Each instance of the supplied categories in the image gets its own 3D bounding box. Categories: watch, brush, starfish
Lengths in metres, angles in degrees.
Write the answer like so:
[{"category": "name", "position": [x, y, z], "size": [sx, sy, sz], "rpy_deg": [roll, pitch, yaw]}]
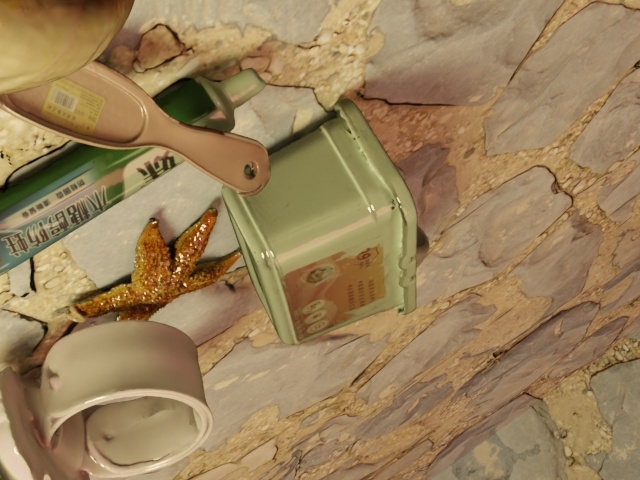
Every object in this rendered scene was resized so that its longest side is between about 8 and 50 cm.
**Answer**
[{"category": "watch", "position": [-0.248, 0.200, 1.229], "size": [0.231, 0.196, 0.244], "rpy_deg": [-18, 145, 4]}, {"category": "brush", "position": [-0.167, -0.107, 0.953], "size": [0.313, 0.067, 0.072], "rpy_deg": [19, 90, -44]}, {"category": "starfish", "position": [-0.185, 0.046, 1.266], "size": [0.241, 0.043, 0.227], "rpy_deg": [-19, 152, -42]}]

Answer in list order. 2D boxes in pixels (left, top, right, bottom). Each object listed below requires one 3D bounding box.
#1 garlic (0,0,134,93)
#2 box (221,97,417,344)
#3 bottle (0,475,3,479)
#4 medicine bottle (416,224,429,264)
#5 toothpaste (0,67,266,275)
[{"category": "garlic", "position": [-0.260, -0.183, 0.643], "size": [0.151, 0.196, 0.338], "rpy_deg": [-25, 164, 35]}, {"category": "box", "position": [0.000, 0.000, 1.281], "size": [0.183, 0.175, 0.312], "rpy_deg": [-25, 153, -7]}, {"category": "bottle", "position": [-0.395, 0.265, 1.326], "size": [0.082, 0.082, 0.286], "rpy_deg": [-38, 155, 3]}, {"category": "medicine bottle", "position": [0.090, 0.032, 1.531], "size": [0.080, 0.080, 0.130], "rpy_deg": [-5, 141, -47]}, {"category": "toothpaste", "position": [-0.222, -0.057, 1.021], "size": [0.392, 0.061, 0.098], "rpy_deg": [-33, 146, -6]}]
